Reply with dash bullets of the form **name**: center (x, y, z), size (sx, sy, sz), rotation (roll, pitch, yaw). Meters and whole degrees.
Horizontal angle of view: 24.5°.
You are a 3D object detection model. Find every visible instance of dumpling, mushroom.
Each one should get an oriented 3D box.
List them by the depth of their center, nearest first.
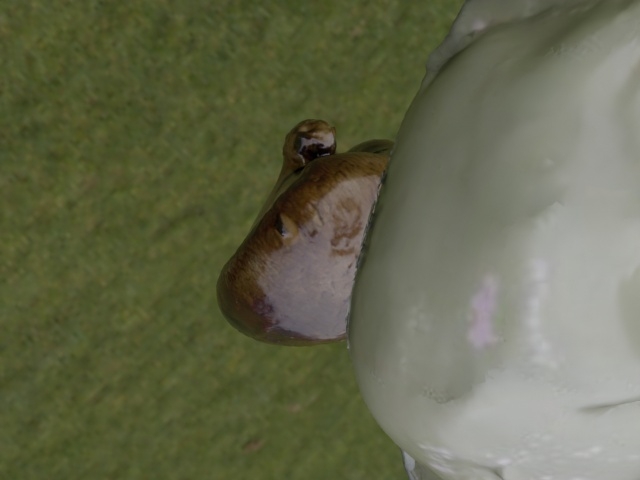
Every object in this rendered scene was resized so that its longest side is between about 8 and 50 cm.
- **dumpling**: center (0.089, 0.011, 0.445), size (0.142, 0.172, 0.247), rotation (-11, 112, -38)
- **mushroom**: center (0.013, 0.007, 1.188), size (0.194, 0.138, 0.231), rotation (-68, 168, 22)
